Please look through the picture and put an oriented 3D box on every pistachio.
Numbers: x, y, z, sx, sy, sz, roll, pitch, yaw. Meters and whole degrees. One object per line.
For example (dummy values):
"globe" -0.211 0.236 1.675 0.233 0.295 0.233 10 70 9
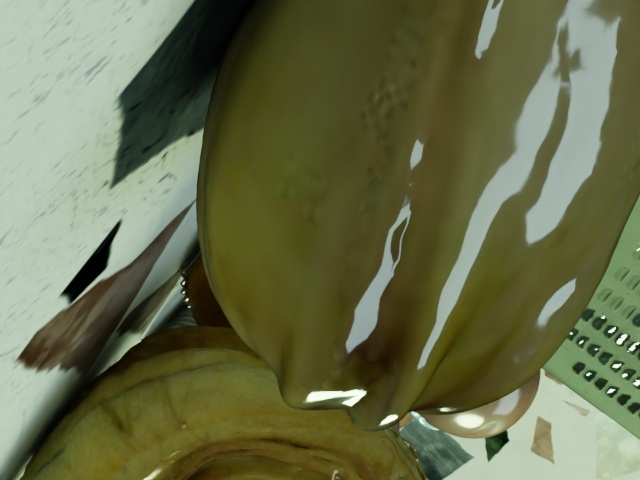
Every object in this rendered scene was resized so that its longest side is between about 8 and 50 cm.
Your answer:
"pistachio" 0.050 -0.062 0.579 0.212 0.163 0.260 -80 -167 -68

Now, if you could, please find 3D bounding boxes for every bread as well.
"bread" -0.061 0.149 0.867 0.236 0.198 0.120 -49 -158 30

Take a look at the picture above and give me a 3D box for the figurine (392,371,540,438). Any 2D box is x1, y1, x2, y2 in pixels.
"figurine" 0.008 0.155 1.521 0.277 0.248 0.388 -22 160 -26

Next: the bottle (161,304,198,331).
"bottle" -0.039 0.030 1.027 0.217 0.060 0.060 -49 175 -37

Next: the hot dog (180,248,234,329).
"hot dog" 0.000 0.000 0.857 0.108 0.059 0.191 8 145 -35

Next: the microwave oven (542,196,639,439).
"microwave oven" 0.239 -0.124 0.932 0.394 0.333 0.247 -49 170 -33
